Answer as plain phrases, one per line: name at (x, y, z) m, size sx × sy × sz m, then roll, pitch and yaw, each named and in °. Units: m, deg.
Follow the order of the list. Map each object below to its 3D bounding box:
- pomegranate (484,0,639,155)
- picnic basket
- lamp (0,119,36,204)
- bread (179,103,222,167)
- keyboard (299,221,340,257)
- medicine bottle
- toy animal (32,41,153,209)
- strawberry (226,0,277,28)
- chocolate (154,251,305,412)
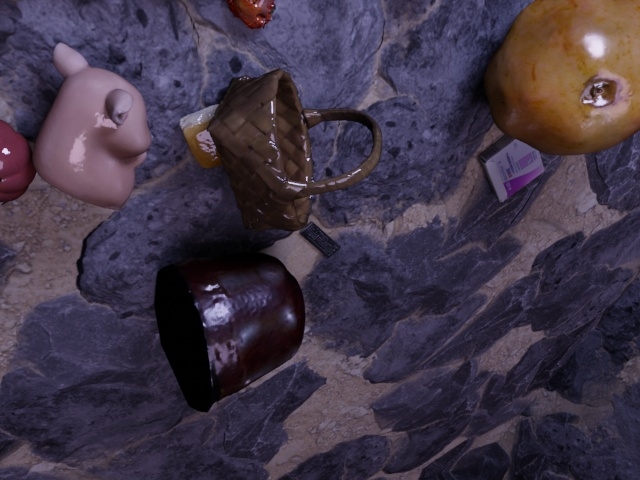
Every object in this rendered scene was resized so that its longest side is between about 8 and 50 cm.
pomegranate at (0.611, -0.398, 1.162) m, size 0.411 × 0.411 × 0.411 m, roll -14°, pitch 132°, yaw -17°
picnic basket at (-0.028, -0.187, 1.014) m, size 0.337 × 0.293 × 0.337 m, roll 4°, pitch 136°, yaw 4°
lamp at (-0.614, -0.152, 0.885) m, size 0.182 × 0.140 × 0.182 m, roll -3°, pitch 135°, yaw -3°
bread at (-0.235, -0.217, 1.057) m, size 0.106 × 0.082 × 0.125 m, roll -28°, pitch 137°, yaw -14°
keyboard at (0.000, 0.000, 1.410) m, size 0.053 × 0.010 × 0.155 m, roll -40°, pitch 134°, yaw 10°
medicine bottle at (0.585, -0.234, 1.494) m, size 0.171 × 0.052 × 0.201 m, roll -37°, pitch 132°, yaw 5°
toy animal at (-0.410, -0.187, 0.918) m, size 0.256 × 0.195 × 0.213 m, roll -57°, pitch 163°, yaw 15°
strawberry at (-0.133, -0.473, 0.924) m, size 0.104 × 0.048 × 0.152 m, roll -35°, pitch 138°, yaw -2°
chocolate at (-0.212, 0.198, 1.262) m, size 0.331 × 0.383 × 0.383 m, roll -13°, pitch 133°, yaw -36°
